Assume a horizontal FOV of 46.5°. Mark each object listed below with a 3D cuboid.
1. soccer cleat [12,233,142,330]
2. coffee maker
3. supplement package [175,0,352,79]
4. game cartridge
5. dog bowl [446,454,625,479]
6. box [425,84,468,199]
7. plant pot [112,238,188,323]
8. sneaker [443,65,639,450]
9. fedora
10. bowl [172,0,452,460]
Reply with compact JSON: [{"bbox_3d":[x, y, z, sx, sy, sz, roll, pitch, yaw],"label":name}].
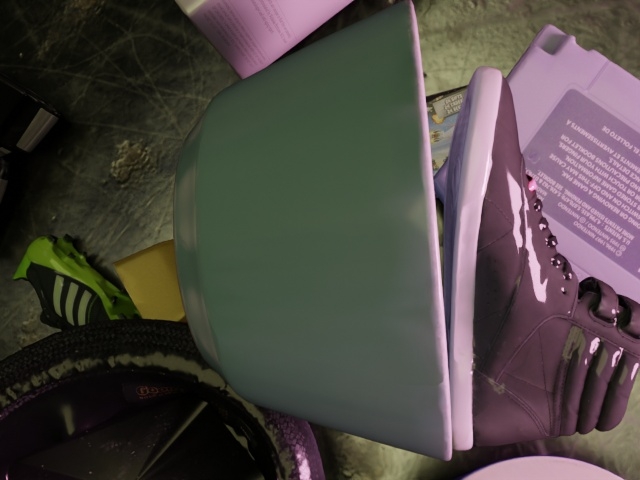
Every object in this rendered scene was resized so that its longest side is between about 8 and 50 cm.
[{"bbox_3d":[-0.224,0.069,0.718,0.179,0.060,0.072,42,102,16],"label":"soccer cleat"},{"bbox_3d":[-0.355,-0.089,0.691,0.120,0.171,0.178,27,88,27],"label":"coffee maker"},{"bbox_3d":[-0.019,-0.314,0.652,0.293,0.175,0.177,-36,80,5],"label":"supplement package"},{"bbox_3d":[0.253,-0.020,0.632,0.294,0.060,0.196,36,90,4],"label":"game cartridge"},{"bbox_3d":[0.163,0.300,0.554,0.265,0.104,0.264,4,63,-8],"label":"dog bowl"},{"bbox_3d":[0.098,-0.084,0.689,0.137,0.027,0.093,-14,86,7],"label":"box"},{"bbox_3d":[-0.128,0.040,0.693,0.083,0.081,0.081,-30,81,-7],"label":"plant pot"},{"bbox_3d":[0.170,0.018,0.567,0.147,0.104,0.295,0,100,6],"label":"sneaker"},{"bbox_3d":[-0.158,0.221,0.640,0.334,0.152,0.333,0,83,3],"label":"fedora"},{"bbox_3d":[0.000,0.000,0.532,0.163,0.311,0.311,-6,85,7],"label":"bowl"}]
